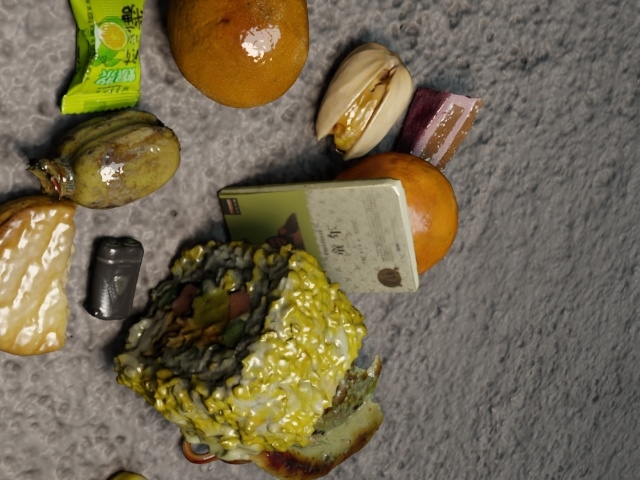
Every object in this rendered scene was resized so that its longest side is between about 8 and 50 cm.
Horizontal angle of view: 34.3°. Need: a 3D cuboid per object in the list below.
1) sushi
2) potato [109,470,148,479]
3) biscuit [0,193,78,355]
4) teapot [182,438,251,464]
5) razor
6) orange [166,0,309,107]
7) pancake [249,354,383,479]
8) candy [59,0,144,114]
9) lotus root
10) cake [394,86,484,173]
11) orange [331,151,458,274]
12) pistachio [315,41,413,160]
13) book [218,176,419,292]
[{"bbox_3d":[-0.152,0.194,1.833,0.240,0.396,0.351,45,60,-40],"label":"sushi"},{"bbox_3d":[-0.387,0.533,1.970,0.157,0.157,0.194,39,70,-41],"label":"potato"},{"bbox_3d":[-0.495,0.054,1.706,0.213,0.091,0.274,4,107,-42],"label":"biscuit"},{"bbox_3d":[-0.161,0.375,2.091,0.252,0.135,0.178,-17,151,-16],"label":"teapot"},{"bbox_3d":[-0.365,0.069,1.837,0.090,0.054,0.148,2,108,-38],"label":"razor"},{"bbox_3d":[-0.132,-0.345,1.721,0.264,0.264,0.264,-16,117,-33],"label":"orange"},{"bbox_3d":[0.002,0.338,2.058,0.426,0.067,0.305,31,77,-47],"label":"pancake"},{"bbox_3d":[-0.347,-0.321,1.680,0.149,0.069,0.246,-11,116,-37],"label":"candy"},{"bbox_3d":[-0.358,-0.124,1.699,0.278,0.154,0.154,-24,122,-34],"label":"lotus root"},{"bbox_3d":[0.213,-0.197,2.171,0.116,0.113,0.295,13,113,-39],"label":"cake"},{"bbox_3d":[0.134,-0.040,2.042,0.283,0.226,0.284,-11,147,-7],"label":"orange"},{"bbox_3d":[0.080,-0.268,1.995,0.157,0.157,0.229,30,94,-42],"label":"pistachio"},{"bbox_3d":[0.000,0.000,1.935,0.035,0.352,0.239,-65,147,-53],"label":"book"}]
